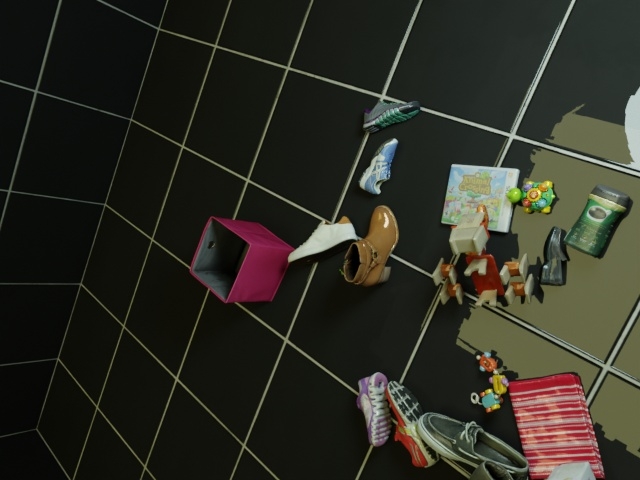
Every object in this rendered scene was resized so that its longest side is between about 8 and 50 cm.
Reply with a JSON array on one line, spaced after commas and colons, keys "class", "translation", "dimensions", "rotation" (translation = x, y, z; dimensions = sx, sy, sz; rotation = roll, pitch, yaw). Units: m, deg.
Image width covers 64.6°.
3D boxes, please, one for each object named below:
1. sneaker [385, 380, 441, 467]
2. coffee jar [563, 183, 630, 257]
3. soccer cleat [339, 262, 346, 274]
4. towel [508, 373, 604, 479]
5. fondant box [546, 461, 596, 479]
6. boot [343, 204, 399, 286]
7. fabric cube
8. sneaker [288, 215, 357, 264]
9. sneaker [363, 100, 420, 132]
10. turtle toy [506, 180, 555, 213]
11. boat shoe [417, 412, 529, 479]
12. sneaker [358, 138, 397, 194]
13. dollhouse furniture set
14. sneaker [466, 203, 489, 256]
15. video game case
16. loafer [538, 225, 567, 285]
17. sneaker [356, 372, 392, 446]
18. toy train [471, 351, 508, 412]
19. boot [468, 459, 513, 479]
[{"class": "sneaker", "translation": [0.272, 0.595, 1.631], "dimensions": [0.118, 0.107, 0.279], "rotation": [-46, 59, 34]}, {"class": "coffee jar", "translation": [0.741, -0.053, 1.355], "dimensions": [0.096, 0.079, 0.184], "rotation": [34, 107, 36]}, {"class": "soccer cleat", "translation": [0.111, 0.085, 1.754], "dimensions": [0.060, 0.179, 0.072], "rotation": [38, 107, 0]}, {"class": "towel", "translation": [0.646, 0.518, 1.404], "dimensions": [0.198, 0.031, 0.275], "rotation": [-19, 75, 35]}, {"class": "fondant box", "translation": [0.652, 0.753, 1.230], "dimensions": [0.096, 0.238, 0.330], "rotation": [-29, 75, 35]}, {"class": "boot", "translation": [0.158, 0.013, 1.690], "dimensions": [0.109, 0.220, 0.284], "rotation": [10, 92, 37]}, {"class": "fabric cube", "translation": [-0.311, 0.076, 2.008], "dimensions": [0.259, 0.258, 0.254], "rotation": [33, 106, 33]}, {"class": "sneaker", "translation": [0.000, 0.000, 1.891], "dimensions": [0.290, 0.106, 0.123], "rotation": [-24, 66, 23]}, {"class": "sneaker", "translation": [0.239, -0.459, 1.762], "dimensions": [0.223, 0.083, 0.098], "rotation": [-15, 72, 35]}, {"class": "turtle toy", "translation": [0.609, -0.128, 1.466], "dimensions": [0.130, 0.066, 0.095], "rotation": [4, 88, 36]}, {"class": "boat shoe", "translation": [0.446, 0.585, 1.475], "dimensions": [0.335, 0.121, 0.119], "rotation": [22, 129, 26]}, {"class": "sneaker", "translation": [0.218, -0.257, 1.767], "dimensions": [0.081, 0.080, 0.211], "rotation": [41, 119, 25]}, {"class": "dollhouse furniture set", "translation": [0.470, 0.063, 1.486], "dimensions": [0.262, 0.135, 0.259], "rotation": [-5, 122, 36]}, {"class": "sneaker", "translation": [0.470, -0.027, 1.536], "dimensions": [0.067, 0.064, 0.175], "rotation": [15, 114, 32]}, {"class": "video game case", "translation": [0.494, -0.134, 1.578], "dimensions": [0.212, 0.023, 0.193], "rotation": [11, 92, 37]}, {"class": "loafer", "translation": [0.662, 0.046, 1.425], "dimensions": [0.061, 0.062, 0.170], "rotation": [10, 95, 14]}, {"class": "sneaker", "translation": [0.173, 0.570, 1.716], "dimensions": [0.104, 0.095, 0.237], "rotation": [-14, 73, 42]}, {"class": "toy train", "translation": [0.509, 0.424, 1.508], "dimensions": [0.125, 0.046, 0.166], "rotation": [-145, 61, -60]}, {"class": "boot", "translation": [0.486, 0.716, 1.411], "dimensions": [0.189, 0.076, 0.208], "rotation": [36, 131, 11]}]
